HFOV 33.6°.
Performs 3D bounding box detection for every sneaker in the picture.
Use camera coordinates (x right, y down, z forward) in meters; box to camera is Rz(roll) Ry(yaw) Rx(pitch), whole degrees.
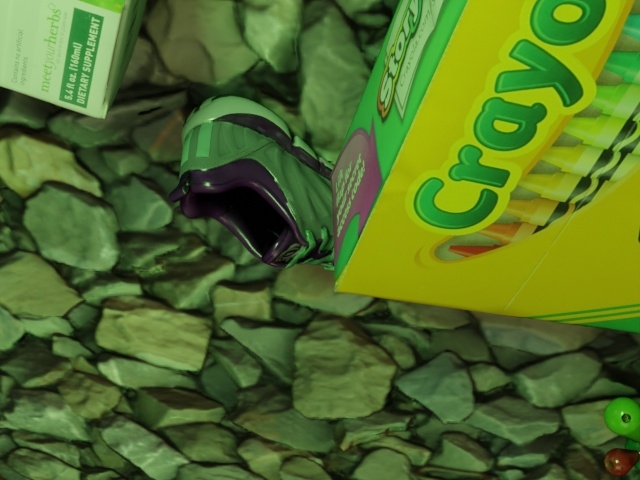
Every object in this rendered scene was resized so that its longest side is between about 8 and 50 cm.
[{"bbox_3d":[0.000,0.000,0.693,0.223,0.098,0.083,29,132,-17],"label":"sneaker"}]

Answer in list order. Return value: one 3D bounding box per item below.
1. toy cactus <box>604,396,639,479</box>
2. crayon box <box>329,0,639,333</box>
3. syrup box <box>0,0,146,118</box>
[{"bbox_3d":[0.308,0.192,0.839,0.218,0.112,0.180,13,145,-15],"label":"toy cactus"},{"bbox_3d":[0.201,-0.094,0.518,0.313,0.106,0.363,7,139,-13],"label":"crayon box"},{"bbox_3d":[-0.213,-0.161,0.575,0.236,0.096,0.093,17,134,-8],"label":"syrup box"}]
